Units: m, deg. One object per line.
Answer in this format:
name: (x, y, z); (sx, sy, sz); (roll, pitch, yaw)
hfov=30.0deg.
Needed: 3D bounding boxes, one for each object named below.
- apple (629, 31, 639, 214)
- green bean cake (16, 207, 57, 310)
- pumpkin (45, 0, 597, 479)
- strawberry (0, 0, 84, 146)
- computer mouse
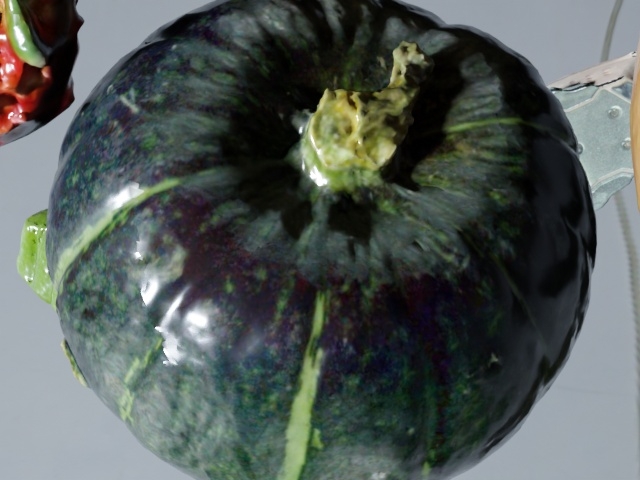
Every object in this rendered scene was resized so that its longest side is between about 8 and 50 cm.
apple: (0.201, -0.015, 0.302); (0.253, 0.253, 0.253); (-1, 81, 6)
green bean cake: (-0.218, 0.026, 1.415); (0.222, 0.248, 0.125); (30, 113, 37)
pumpkin: (0.000, 0.000, 0.710); (0.323, 0.241, 0.323); (3, 66, -6)
strawberry: (-0.242, -0.159, 0.712); (0.138, 0.306, 0.233); (-5, 86, -33)
computer mouse: (0.380, -0.160, 1.708); (0.389, 0.115, 0.199); (-24, 116, 8)
